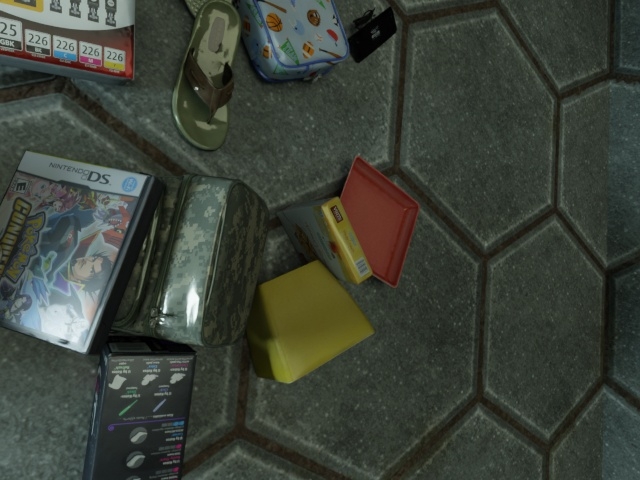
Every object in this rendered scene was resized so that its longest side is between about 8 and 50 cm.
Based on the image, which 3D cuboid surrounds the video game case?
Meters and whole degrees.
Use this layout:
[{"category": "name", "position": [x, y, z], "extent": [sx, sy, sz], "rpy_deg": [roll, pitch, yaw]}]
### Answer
[{"category": "video game case", "position": [-0.400, 0.007, 0.618], "extent": [0.248, 0.035, 0.275], "rpy_deg": [13, 77, 12]}]

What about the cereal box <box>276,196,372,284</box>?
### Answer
[{"category": "cereal box", "position": [0.000, 0.000, 0.863], "extent": [0.047, 0.240, 0.173], "rpy_deg": [-32, 104, -23]}]

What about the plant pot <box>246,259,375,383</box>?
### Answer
[{"category": "plant pot", "position": [-0.052, 0.161, 0.860], "extent": [0.212, 0.212, 0.187], "rpy_deg": [-22, 86, -29]}]

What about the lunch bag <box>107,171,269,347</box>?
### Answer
[{"category": "lunch bag", "position": [-0.259, 0.035, 0.725], "extent": [0.256, 0.212, 0.305], "rpy_deg": [8, 81, 14]}]

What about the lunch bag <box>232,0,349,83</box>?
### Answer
[{"category": "lunch bag", "position": [-0.068, -0.515, 0.916], "extent": [0.243, 0.115, 0.303], "rpy_deg": [-25, 100, -31]}]

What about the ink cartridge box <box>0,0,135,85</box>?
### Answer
[{"category": "ink cartridge box", "position": [-0.464, -0.414, 0.622], "extent": [0.309, 0.130, 0.271], "rpy_deg": [-2, 103, -34]}]

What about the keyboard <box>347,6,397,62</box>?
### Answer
[{"category": "keyboard", "position": [0.134, -0.572, 1.089], "extent": [0.192, 0.038, 0.100], "rpy_deg": [-46, 134, -24]}]

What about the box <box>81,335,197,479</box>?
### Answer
[{"category": "box", "position": [-0.322, 0.317, 0.705], "extent": [0.143, 0.165, 0.270], "rpy_deg": [9, 84, -30]}]

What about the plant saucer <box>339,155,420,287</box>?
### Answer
[{"category": "plant saucer", "position": [0.132, -0.043, 1.039], "extent": [0.259, 0.048, 0.258], "rpy_deg": [31, 69, -29]}]

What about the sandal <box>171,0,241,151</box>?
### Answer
[{"category": "sandal", "position": [-0.226, -0.336, 0.813], "extent": [0.120, 0.086, 0.302], "rpy_deg": [5, 100, -29]}]

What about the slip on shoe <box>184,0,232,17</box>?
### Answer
[{"category": "slip on shoe", "position": [-0.243, -0.619, 0.820], "extent": [0.123, 0.101, 0.331], "rpy_deg": [-8, 105, 2]}]

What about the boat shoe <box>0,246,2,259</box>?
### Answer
[{"category": "boat shoe", "position": [-0.612, -0.057, 0.534], "extent": [0.335, 0.095, 0.112], "rpy_deg": [31, 55, -9]}]
